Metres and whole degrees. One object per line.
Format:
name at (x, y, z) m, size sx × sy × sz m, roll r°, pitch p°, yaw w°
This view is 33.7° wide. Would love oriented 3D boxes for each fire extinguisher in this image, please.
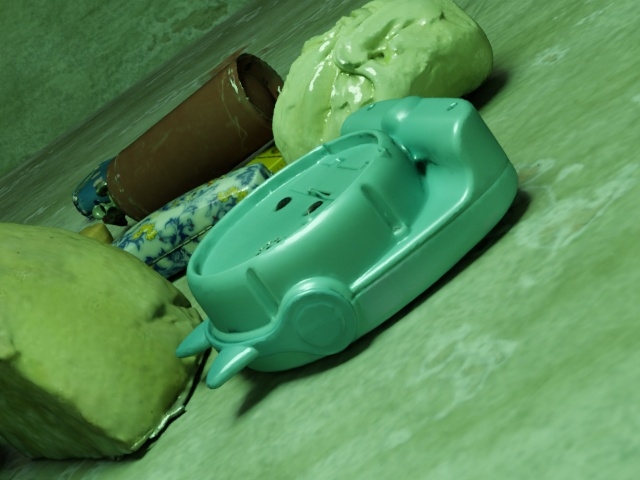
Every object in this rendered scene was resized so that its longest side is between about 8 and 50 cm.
fire extinguisher at (-0.173, -0.102, 1.345) m, size 0.337 × 0.107 × 0.147 m, roll -33°, pitch -9°, yaw 30°

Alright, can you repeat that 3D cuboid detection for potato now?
potato at (-0.233, 0.039, 0.868) m, size 0.211 × 0.264 × 0.189 m, roll -21°, pitch 32°, yaw 52°

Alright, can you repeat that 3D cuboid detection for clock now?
clock at (0.000, 0.000, 0.797) m, size 0.274 × 0.094 × 0.223 m, roll -39°, pitch 17°, yaw -13°

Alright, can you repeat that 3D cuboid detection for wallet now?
wallet at (-0.284, -0.118, 1.650) m, size 0.202 × 0.059 × 0.141 m, roll -27°, pitch 18°, yaw 25°

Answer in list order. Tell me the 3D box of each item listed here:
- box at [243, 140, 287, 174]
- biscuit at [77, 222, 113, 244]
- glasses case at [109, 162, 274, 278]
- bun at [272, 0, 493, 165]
box at (-0.042, -0.103, 1.241) m, size 0.155 × 0.023 × 0.087 m, roll -42°, pitch 17°, yaw -19°
biscuit at (-0.429, 0.096, 1.390) m, size 0.354 × 0.052 × 0.275 m, roll -31°, pitch 19°, yaw 12°
glasses case at (-0.153, -0.006, 1.127) m, size 0.248 × 0.065 × 0.087 m, roll -31°, pitch 17°, yaw 18°
bun at (0.049, -0.152, 1.014) m, size 0.229 × 0.145 × 0.229 m, roll -32°, pitch 22°, yaw 15°
